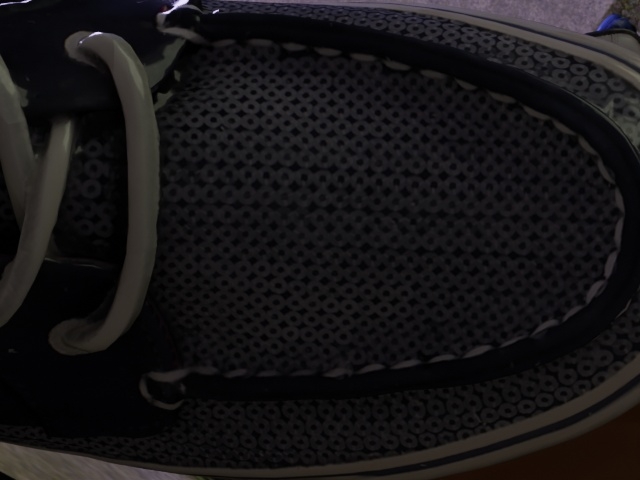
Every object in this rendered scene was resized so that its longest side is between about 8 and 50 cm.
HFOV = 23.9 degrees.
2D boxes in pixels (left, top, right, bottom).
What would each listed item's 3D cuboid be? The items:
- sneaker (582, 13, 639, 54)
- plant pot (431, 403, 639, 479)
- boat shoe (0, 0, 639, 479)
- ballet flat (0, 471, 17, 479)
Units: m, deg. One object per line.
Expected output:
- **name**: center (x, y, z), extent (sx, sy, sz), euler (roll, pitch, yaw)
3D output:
- **sneaker**: center (0.186, -0.040, 0.975), extent (0.315, 0.182, 0.127), euler (34, 4, 9)
- **plant pot**: center (0.126, 0.111, 0.462), extent (0.291, 0.291, 0.203), euler (36, 19, 22)
- **boat shoe**: center (-0.081, -0.004, 0.347), extent (0.340, 0.127, 0.158), euler (-2, -5, 19)
- **ballet flat**: center (-0.110, 0.081, 0.250), extent (0.084, 0.058, 0.250), euler (23, 5, 7)
